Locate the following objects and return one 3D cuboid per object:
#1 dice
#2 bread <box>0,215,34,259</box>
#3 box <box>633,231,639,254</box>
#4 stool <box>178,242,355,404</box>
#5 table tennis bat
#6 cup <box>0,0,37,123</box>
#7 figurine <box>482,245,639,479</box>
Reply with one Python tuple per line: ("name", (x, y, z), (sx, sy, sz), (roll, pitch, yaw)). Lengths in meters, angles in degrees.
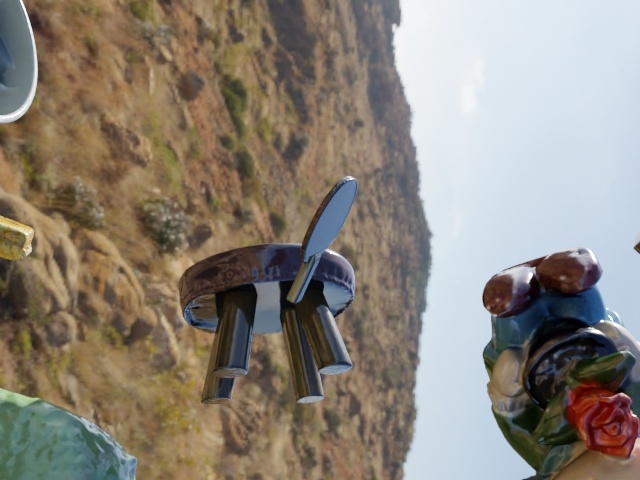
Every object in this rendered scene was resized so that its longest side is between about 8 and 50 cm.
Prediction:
("dice", (-0.440, 0.398, 1.013), (0.318, 0.330, 0.322), (109, -1, -52))
("bread", (-0.536, -0.012, 1.264), (0.053, 0.132, 0.074), (-67, -164, 9))
("box", (0.376, -0.020, 0.833), (0.082, 0.023, 0.051), (-52, 172, 31))
("stool", (-0.074, 0.131, 1.154), (0.272, 0.272, 0.179), (88, -4, -65))
("table tennis bat", (0.000, 0.000, 0.849), (0.095, 0.014, 0.158), (-28, 145, -64))
("cup", (-0.541, -0.197, 0.974), (0.259, 0.274, 0.357), (4, 76, -79))
("figurine", (0.170, 0.128, 0.442), (0.234, 0.127, 0.185), (-91, 166, -52))
